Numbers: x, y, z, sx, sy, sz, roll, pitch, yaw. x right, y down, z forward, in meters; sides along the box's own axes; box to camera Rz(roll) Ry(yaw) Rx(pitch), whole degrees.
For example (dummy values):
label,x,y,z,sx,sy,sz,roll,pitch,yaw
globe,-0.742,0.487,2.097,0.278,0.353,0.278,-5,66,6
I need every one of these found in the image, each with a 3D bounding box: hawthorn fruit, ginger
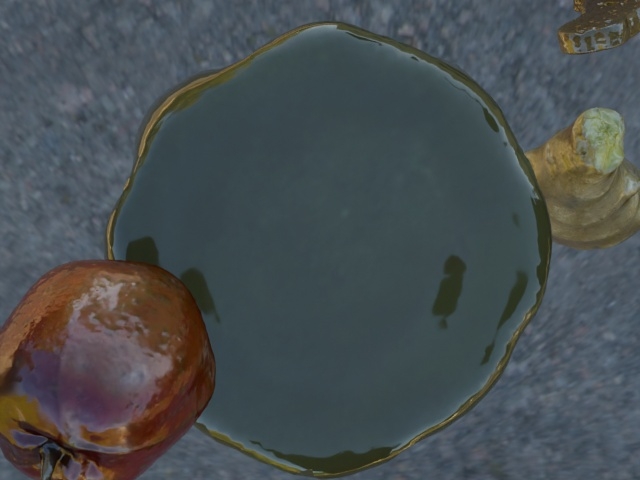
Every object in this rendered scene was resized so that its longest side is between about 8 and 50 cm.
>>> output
label,x,y,z,sx,sy,sz,roll,pitch,yaw
hawthorn fruit,-0.161,0.108,0.987,0.157,0.157,0.194,18,43,4
ginger,0.307,-0.087,1.816,0.236,0.375,0.166,18,72,29

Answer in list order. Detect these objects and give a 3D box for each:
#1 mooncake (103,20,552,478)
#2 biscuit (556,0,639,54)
label,x,y,z,sx,sy,sz,roll,pitch,yaw
mooncake,0.000,0.000,1.238,0.378,0.201,0.378,-1,96,-6
biscuit,0.387,-0.296,1.753,0.183,0.320,0.047,-4,115,34
